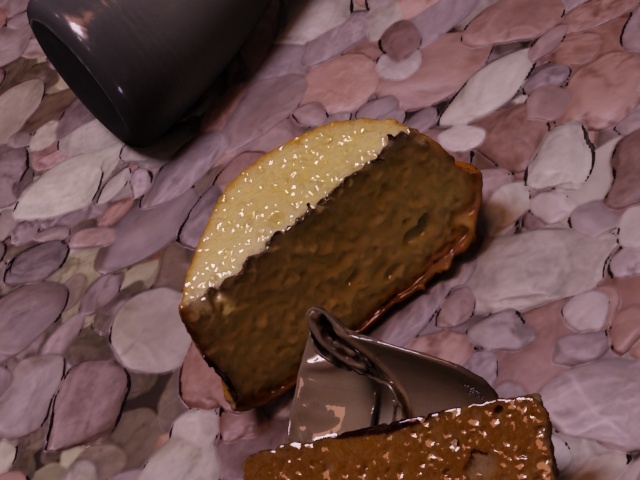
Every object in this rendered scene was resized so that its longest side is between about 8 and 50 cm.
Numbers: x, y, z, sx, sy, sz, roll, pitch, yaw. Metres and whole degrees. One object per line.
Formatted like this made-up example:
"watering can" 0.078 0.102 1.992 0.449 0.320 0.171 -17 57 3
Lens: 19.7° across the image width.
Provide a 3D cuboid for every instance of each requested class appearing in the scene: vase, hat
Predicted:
"vase" -0.101 -0.246 1.717 0.321 0.173 0.173 -41 38 -13
"hat" 0.052 0.131 1.302 0.175 0.085 0.147 12 94 21

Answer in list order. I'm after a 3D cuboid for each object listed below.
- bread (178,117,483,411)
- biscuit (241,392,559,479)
"bread" -0.008 0.000 1.420 0.260 0.129 0.134 -40 32 -6
"biscuit" 0.055 0.183 1.228 0.231 0.025 0.131 -14 73 24
